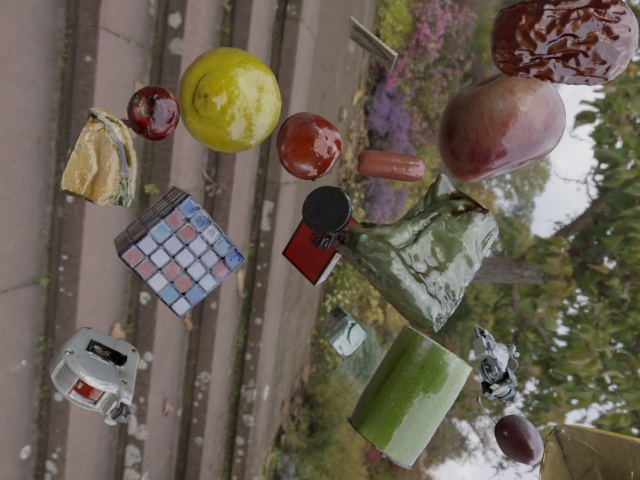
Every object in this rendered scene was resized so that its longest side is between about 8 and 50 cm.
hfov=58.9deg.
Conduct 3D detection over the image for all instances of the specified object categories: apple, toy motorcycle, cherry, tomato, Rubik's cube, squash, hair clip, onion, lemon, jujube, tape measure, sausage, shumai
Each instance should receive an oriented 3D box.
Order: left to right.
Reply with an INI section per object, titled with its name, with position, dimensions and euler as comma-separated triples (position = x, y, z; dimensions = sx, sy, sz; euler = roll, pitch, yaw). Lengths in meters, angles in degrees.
[tape measure]
position = -0.653, 0.385, 1.676
dimensions = 0.130, 0.265, 0.258
euler = -49, -156, 15
[hair clip]
position = -0.585, -0.330, 1.567
dimensions = 0.054, 0.137, 0.022
euler = 83, 16, -75
[onion]
position = -0.388, -0.299, 1.326
dimensions = 0.131, 0.131, 0.131
euler = 9, 90, -84
[Rubik's cube]
position = -0.463, 0.026, 1.847
dimensions = 0.292, 0.293, 0.287
euler = -42, -157, -11
[lemon]
position = -0.283, -0.438, 1.797
dimensions = 0.348, 0.347, 0.348
euler = 9, 90, -84
[tomato]
position = -0.028, -0.240, 1.389
dimensions = 0.167, 0.167, 0.167
euler = 9, 90, -84
[sausage]
position = 0.160, -0.168, 1.278
dimensions = 0.062, 0.154, 0.062
euler = 8, 90, -87
[squash]
position = 0.279, 0.494, 1.815
dimensions = 0.384, 0.263, 0.263
euler = -57, 173, -3
[shumai]
position = 0.247, 0.012, 1.341
dimensions = 0.323, 0.324, 0.397
euler = -44, 166, 0
[toy motorcycle]
position = 0.445, 0.315, 1.436
dimensions = 0.102, 0.150, 0.221
euler = -38, -163, 25
[apple]
position = 0.484, -0.322, 1.554
dimensions = 0.345, 0.344, 0.270
euler = 33, 38, -84
[cherry]
position = 0.503, 0.502, 1.474
dimensions = 0.188, 0.115, 0.148
euler = 54, 24, -22
[jujube]
position = 0.403, -0.336, 0.954
dimensions = 0.155, 0.230, 0.155
euler = 0, 90, -83

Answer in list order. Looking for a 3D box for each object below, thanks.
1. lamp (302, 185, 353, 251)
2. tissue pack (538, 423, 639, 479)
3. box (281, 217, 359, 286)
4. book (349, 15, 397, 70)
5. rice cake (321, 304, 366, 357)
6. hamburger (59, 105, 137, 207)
[lamp]
position = 0.002, -0.053, 1.392
dimensions = 0.371, 0.108, 0.130
euler = 153, -40, -86
[tissue pack]
position = 0.571, 0.504, 1.068
dimensions = 0.382, 0.293, 0.228
euler = 51, 53, -56
[box]
position = -0.001, 0.000, 1.677
dimensions = 0.074, 0.153, 0.240
euler = -20, 150, -50
[book]
position = 0.149, -0.565, 1.638
dimensions = 0.013, 0.168, 0.192
euler = -50, 180, 5
[rice cake]
position = 0.042, 0.179, 1.131
dimensions = 0.069, 0.063, 0.206
euler = -47, -178, -4
[hamburger]
position = -0.479, -0.188, 1.275
dimensions = 0.135, 0.155, 0.208
euler = -117, -136, -73
